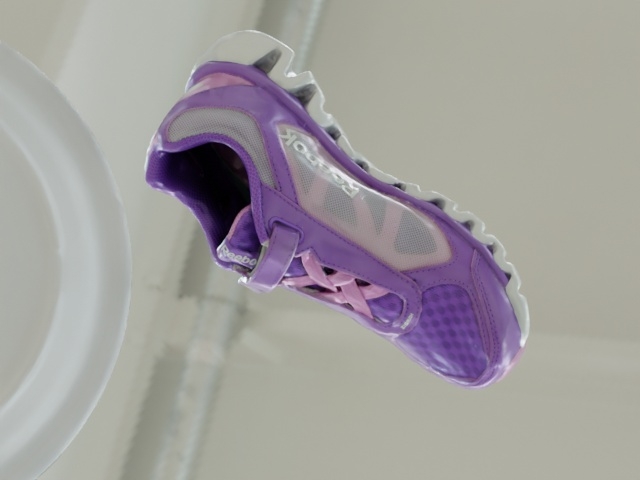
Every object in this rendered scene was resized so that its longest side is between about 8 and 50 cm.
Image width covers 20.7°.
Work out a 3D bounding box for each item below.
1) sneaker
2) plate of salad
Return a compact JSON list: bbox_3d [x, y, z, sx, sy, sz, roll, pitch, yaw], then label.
[{"bbox_3d":[0.000,0.000,0.909,0.236,0.095,0.104,42,-138,6],"label":"sneaker"},{"bbox_3d":[-0.169,0.011,0.640,0.200,0.200,0.048,-58,-167,-15],"label":"plate of salad"}]
